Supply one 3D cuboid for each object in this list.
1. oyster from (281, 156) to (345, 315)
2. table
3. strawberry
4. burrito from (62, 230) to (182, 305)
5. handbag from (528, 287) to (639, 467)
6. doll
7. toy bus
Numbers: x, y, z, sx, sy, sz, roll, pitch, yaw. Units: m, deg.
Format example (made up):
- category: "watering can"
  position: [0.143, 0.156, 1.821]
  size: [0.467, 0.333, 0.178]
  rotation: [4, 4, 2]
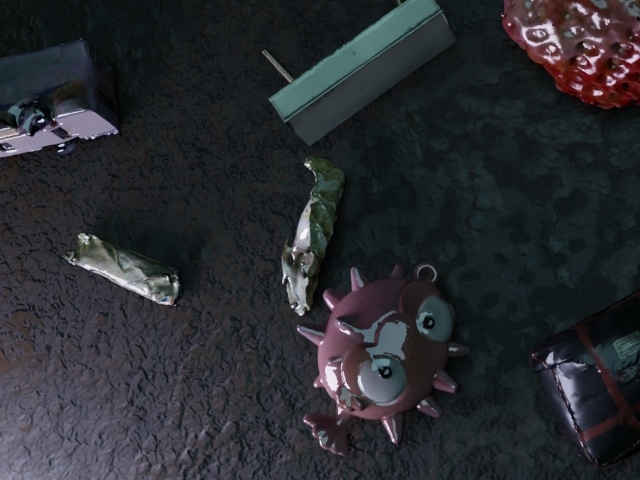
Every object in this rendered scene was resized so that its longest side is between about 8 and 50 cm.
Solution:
- category: "oyster"
  position: [-0.004, 0.001, 1.826]
  size: [0.061, 0.106, 0.200]
  rotation: [12, 98, -23]
- category: "table"
  position: [0.039, -0.245, 1.835]
  size: [0.240, 0.121, 0.111]
  rotation: [-35, 73, 5]
- category: "strawberry"
  position: [0.370, -0.286, 1.699]
  size: [0.336, 0.149, 0.265]
  rotation: [23, 100, 33]
- category: "burrito"
  position: [-0.258, 0.036, 1.897]
  size: [0.171, 0.042, 0.051]
  rotation: [22, 86, 20]
- category: "handbag"
  position: [0.366, 0.152, 1.657]
  size: [0.215, 0.155, 0.169]
  rotation: [-30, 81, 5]
- category: "doll"
  position: [0.072, 0.143, 1.764]
  size: [0.211, 0.093, 0.262]
  rotation: [38, 88, 15]
- category: "toy bus"
  position: [-0.437, -0.178, 1.951]
  size: [0.317, 0.112, 0.138]
  rotation: [-9, 73, 11]
